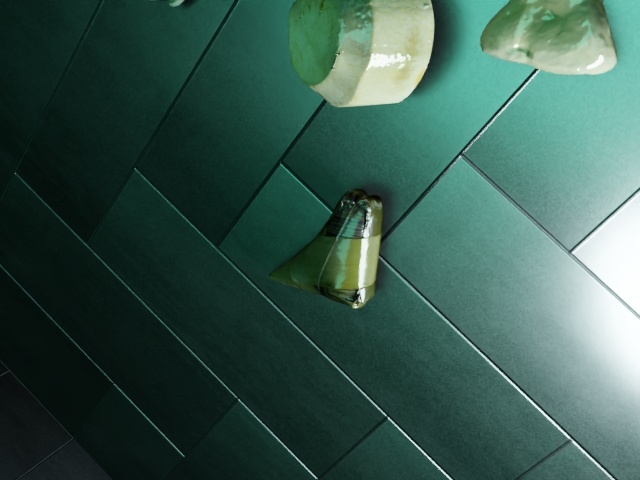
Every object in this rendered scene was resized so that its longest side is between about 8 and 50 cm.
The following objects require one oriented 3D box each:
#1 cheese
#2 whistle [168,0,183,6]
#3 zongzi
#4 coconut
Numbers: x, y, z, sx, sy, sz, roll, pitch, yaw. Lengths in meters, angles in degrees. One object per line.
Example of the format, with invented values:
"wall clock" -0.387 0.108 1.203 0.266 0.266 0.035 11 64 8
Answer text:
"cheese" 0.466 -0.410 1.396 0.251 0.173 0.248 -38 79 28
"whistle" -0.346 -0.645 1.754 0.235 0.077 0.114 -3 86 29
"zongzi" 0.000 0.000 1.763 0.317 0.154 0.289 12 103 27
"coconut" 0.098 -0.441 1.500 0.323 0.323 0.323 8 109 23
